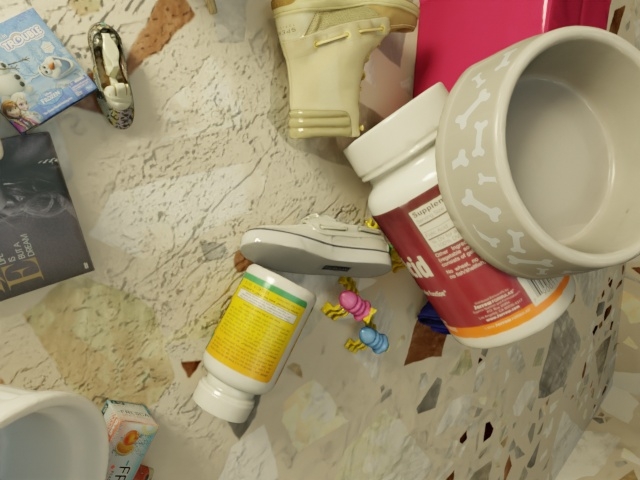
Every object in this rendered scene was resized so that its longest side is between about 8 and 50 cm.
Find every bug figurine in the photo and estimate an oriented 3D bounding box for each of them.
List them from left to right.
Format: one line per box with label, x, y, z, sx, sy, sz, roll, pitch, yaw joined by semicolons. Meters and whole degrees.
bug figurine;0.121;0.094;0.837;0.216;0.072;0.279;36;78;-41

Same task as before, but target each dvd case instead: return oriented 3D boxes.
dvd case;-0.366;-0.007;0.420;0.221;0.018;0.165;-22;115;-35

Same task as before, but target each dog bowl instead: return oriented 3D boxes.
dog bowl;0.335;-0.117;0.575;0.347;0.102;0.350;0;88;-16

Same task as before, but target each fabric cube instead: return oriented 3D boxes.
fabric cube;0.351;-0.317;0.804;0.258;0.254;0.259;-9;106;-39

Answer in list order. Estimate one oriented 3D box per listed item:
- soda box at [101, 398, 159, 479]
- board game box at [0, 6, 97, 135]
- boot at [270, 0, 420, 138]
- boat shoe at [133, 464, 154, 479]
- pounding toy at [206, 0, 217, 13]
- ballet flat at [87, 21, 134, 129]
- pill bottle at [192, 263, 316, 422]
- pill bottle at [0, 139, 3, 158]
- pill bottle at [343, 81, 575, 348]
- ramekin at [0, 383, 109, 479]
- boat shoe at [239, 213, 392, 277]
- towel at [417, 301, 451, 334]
soda box;-0.285;0.307;0.547;0.058;0.062;0.183;33;80;-42
board game box;-0.295;-0.169;0.427;0.090;0.020;0.090;-46;116;-23
boot;0.052;-0.267;0.661;0.261;0.095;0.204;-19;113;-34
boat shoe;-0.281;0.377;0.582;0.043;0.049;0.137;39;71;-43
pounding toy;-0.150;-0.363;0.472;0.141;0.100;0.130;18;89;-32
ballet flat;-0.233;-0.183;0.474;0.041;0.041;0.115;-20;115;-36
pill bottle;-0.100;0.151;0.629;0.117;0.117;0.209;33;79;-41
pill bottle;-0.373;-0.087;0.320;0.193;0.108;0.108;-28;119;-37
pill bottle;0.221;-0.039;0.708;0.224;0.224;0.392;-38;97;-27
ramekin;-0.334;0.258;0.367;0.277;0.135;0.278;12;90;-80
boat shoe;0.000;0.000;0.689;0.267;0.096;0.088;7;62;-23
towel;0.377;0.085;0.959;0.076;0.227;0.308;47;68;-10
